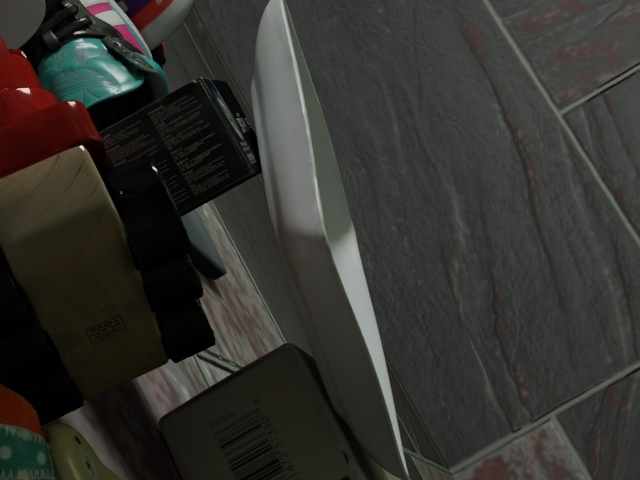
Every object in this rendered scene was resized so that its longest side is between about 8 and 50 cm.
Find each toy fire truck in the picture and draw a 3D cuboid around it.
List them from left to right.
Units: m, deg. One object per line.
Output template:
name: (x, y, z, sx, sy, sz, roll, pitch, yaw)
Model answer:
toy fire truck: (-0.187, -0.036, 0.808, 0.246, 0.158, 0.217, 62, -10, 22)

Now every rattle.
rattle: (-0.090, 0.133, 0.755, 0.199, 0.143, 0.130, 64, 19, -13)

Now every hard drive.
hard drive: (-0.153, -0.018, 1.557, 0.094, 0.022, 0.135, 62, 6, 26)

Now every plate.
plate: (0.000, 0.000, 1.046, 0.278, 0.045, 0.277, 72, 6, -45)

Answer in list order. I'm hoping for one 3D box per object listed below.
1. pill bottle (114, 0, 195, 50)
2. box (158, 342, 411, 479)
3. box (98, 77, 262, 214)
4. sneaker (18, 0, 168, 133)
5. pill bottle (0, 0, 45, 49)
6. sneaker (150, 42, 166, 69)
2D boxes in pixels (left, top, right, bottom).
pill bottle: (-0.266, -0.325, 1.349, 0.323, 0.181, 0.181, 55, 7, -37)
box: (-0.014, 0.193, 1.146, 0.148, 0.127, 0.232, 61, 5, 21)
box: (-0.135, -0.042, 1.016, 0.077, 0.180, 0.147, 61, 6, -3)
sneaker: (-0.232, -0.174, 1.223, 0.295, 0.124, 0.178, 45, 12, -42)
pill bottle: (-0.284, -0.241, 0.967, 0.245, 0.136, 0.136, 61, 6, 17)
sneaker: (-0.257, -0.299, 1.598, 0.321, 0.125, 0.180, 54, 7, -45)
